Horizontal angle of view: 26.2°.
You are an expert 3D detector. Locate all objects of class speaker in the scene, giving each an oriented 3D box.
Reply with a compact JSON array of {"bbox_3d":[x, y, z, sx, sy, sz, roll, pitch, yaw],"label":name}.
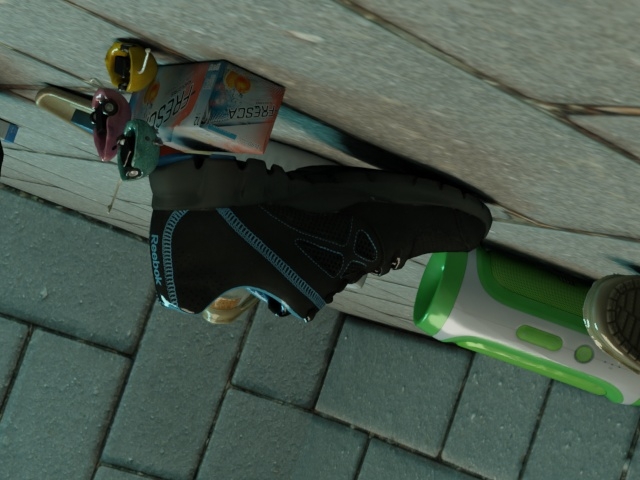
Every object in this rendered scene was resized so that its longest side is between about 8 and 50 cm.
[{"bbox_3d":[0.265,0.097,1.619,0.296,0.131,0.131,20,175,-8],"label":"speaker"}]

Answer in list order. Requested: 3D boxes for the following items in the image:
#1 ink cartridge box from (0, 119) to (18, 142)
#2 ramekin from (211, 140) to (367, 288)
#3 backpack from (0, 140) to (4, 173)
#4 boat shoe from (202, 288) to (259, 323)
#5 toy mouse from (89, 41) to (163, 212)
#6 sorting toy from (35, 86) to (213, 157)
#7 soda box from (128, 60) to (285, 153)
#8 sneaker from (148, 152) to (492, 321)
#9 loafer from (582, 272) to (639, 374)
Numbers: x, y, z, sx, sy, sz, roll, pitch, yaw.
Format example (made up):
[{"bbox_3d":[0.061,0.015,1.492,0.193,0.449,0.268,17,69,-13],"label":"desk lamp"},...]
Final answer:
[{"bbox_3d":[-0.508,-0.176,2.092,0.083,0.028,0.048,22,174,-36],"label":"ink cartridge box"},{"bbox_3d":[-0.036,-0.032,1.442,0.207,0.109,0.207,18,175,2],"label":"ramekin"},{"bbox_3d":[-0.537,-0.128,1.601,0.290,0.273,0.355,19,-158,-1],"label":"backpack"},{"bbox_3d":[-0.120,0.031,1.983,0.113,0.103,0.302,16,-163,9],"label":"boat shoe"},{"bbox_3d":[-0.160,-0.093,1.141,0.031,0.143,0.161,-3,-168,-28],"label":"toy mouse"},{"bbox_3d":[-0.174,-0.098,1.629,0.229,0.041,0.307,17,174,21],"label":"sorting toy"},{"bbox_3d":[-0.101,-0.110,1.147,0.063,0.058,0.183,22,174,-28],"label":"soda box"},{"bbox_3d":[0.000,0.000,1.235,0.340,0.140,0.125,3,-177,-28],"label":"sneaker"},{"bbox_3d":[0.355,0.101,1.456,0.268,0.102,0.092,23,168,-40],"label":"loafer"}]
